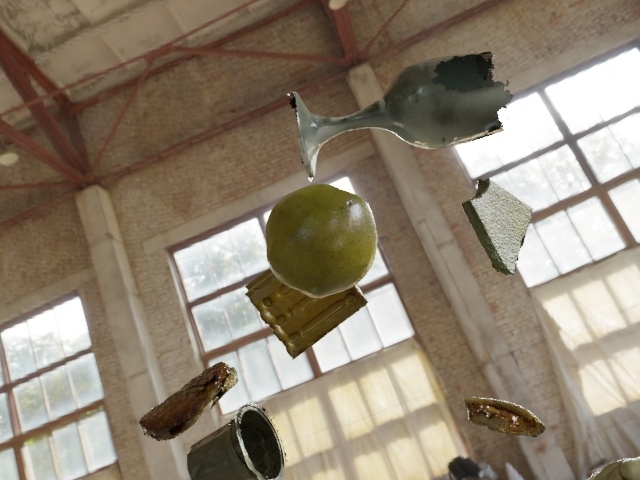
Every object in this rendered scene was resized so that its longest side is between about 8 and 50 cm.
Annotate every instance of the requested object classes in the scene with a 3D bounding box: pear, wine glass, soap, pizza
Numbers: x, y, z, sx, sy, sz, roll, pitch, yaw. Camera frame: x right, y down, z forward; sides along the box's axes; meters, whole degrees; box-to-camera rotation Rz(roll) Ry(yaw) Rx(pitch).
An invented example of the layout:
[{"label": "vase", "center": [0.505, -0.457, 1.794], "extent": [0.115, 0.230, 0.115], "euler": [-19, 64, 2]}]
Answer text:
[{"label": "pear", "center": [0.001, 0.000, 1.131], "extent": [0.198, 0.198, 0.198], "euler": [-20, -20, -7]}, {"label": "wine glass", "center": [0.114, -0.188, 0.972], "extent": [0.322, 0.143, 0.143], "euler": [-14, -19, 6]}, {"label": "soap", "center": [-0.051, 0.188, 2.235], "extent": [0.335, 0.293, 0.156], "euler": [-38, 12, 2]}, {"label": "pizza", "center": [0.517, 0.506, 1.893], "extent": [0.135, 0.056, 0.271], "euler": [-9, 12, -28]}]

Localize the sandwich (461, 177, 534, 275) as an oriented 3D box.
[{"label": "sandwich", "center": [0.500, -0.047, 1.920], "extent": [0.212, 0.244, 0.063], "euler": [32, -29, -11]}]

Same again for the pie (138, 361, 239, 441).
[{"label": "pie", "center": [-0.342, 0.432, 1.784], "extent": [0.308, 0.085, 0.308], "euler": [-34, 3, 2]}]

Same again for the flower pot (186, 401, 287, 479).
[{"label": "flower pot", "center": [-0.286, 0.707, 2.163], "extent": [0.259, 0.290, 0.290], "euler": [-28, -21, 17]}]

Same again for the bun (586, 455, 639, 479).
[{"label": "bun", "center": [0.707, 0.571, 1.476], "extent": [0.260, 0.159, 0.259], "euler": [-21, -15, -6]}]
